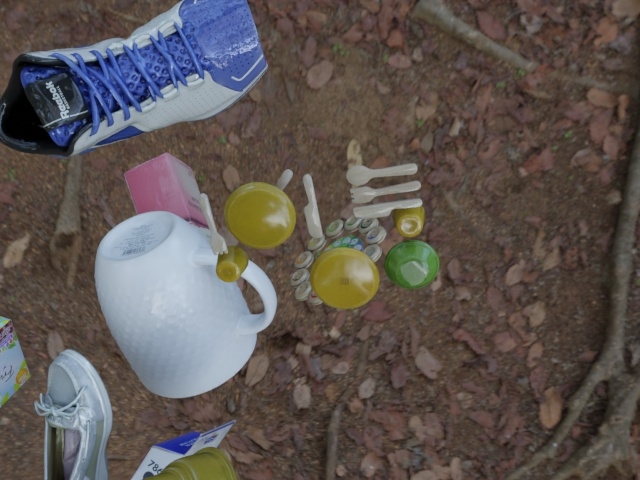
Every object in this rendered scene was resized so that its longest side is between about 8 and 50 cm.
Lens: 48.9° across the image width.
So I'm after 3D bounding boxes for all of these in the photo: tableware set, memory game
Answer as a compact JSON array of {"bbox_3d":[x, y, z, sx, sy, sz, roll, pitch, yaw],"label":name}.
[{"bbox_3d":[0.000,0.000,0.479,0.154,0.024,0.104,-9,113,9],"label":"tableware set"},{"bbox_3d":[0.024,0.027,1.140,0.012,0.186,0.186,47,70,-32],"label":"memory game"}]

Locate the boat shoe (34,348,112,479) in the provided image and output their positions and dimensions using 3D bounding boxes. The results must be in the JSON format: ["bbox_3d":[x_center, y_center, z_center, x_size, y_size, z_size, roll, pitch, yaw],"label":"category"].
[{"bbox_3d":[-0.451,0.352,1.264,0.118,0.103,0.320,16,111,27],"label":"boat shoe"}]

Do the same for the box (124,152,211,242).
[{"bbox_3d":[-0.360,-0.072,1.714,0.127,0.148,0.232,-24,75,9],"label":"box"}]

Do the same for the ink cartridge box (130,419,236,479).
[{"bbox_3d":[-0.284,0.437,1.213,0.065,0.165,0.332,35,92,15],"label":"ink cartridge box"}]

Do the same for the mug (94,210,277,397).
[{"bbox_3d":[-0.268,0.113,1.446,0.374,0.328,0.276,-3,38,21],"label":"mug"}]

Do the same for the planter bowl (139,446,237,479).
[{"bbox_3d":[-0.166,0.304,0.680,0.090,0.217,0.217,20,71,-28],"label":"planter bowl"}]

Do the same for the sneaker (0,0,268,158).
[{"bbox_3d":[-0.211,-0.158,0.747,0.316,0.182,0.127,-22,104,8],"label":"sneaker"}]

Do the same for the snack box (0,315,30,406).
[{"bbox_3d":[-0.680,0.271,1.375,0.070,0.174,0.207,17,40,18],"label":"snack box"}]
